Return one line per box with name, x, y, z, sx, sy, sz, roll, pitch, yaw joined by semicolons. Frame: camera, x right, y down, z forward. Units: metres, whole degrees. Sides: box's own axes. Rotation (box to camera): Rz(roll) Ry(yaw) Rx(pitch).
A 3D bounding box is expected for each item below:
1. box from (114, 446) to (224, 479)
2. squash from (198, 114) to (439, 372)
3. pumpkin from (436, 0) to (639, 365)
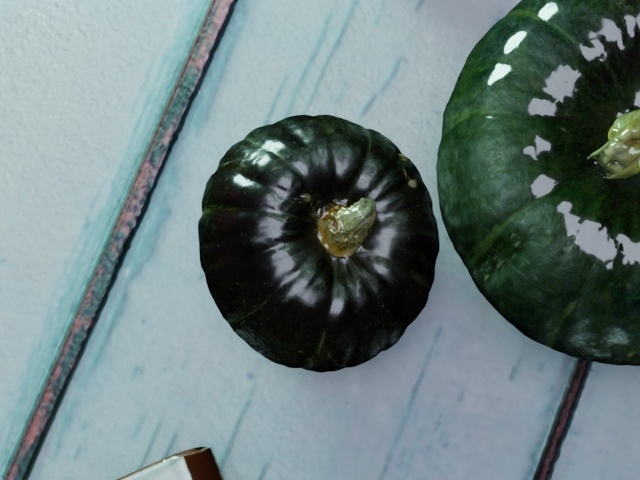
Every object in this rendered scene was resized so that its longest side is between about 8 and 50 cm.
box;-0.200;0.385;0.664;0.385;0.122;0.345;-24;79;0
squash;-0.002;0.001;0.706;0.193;0.156;0.193;-1;103;-5
pumpkin;0.228;-0.061;0.671;0.300;0.207;0.300;-3;76;12
